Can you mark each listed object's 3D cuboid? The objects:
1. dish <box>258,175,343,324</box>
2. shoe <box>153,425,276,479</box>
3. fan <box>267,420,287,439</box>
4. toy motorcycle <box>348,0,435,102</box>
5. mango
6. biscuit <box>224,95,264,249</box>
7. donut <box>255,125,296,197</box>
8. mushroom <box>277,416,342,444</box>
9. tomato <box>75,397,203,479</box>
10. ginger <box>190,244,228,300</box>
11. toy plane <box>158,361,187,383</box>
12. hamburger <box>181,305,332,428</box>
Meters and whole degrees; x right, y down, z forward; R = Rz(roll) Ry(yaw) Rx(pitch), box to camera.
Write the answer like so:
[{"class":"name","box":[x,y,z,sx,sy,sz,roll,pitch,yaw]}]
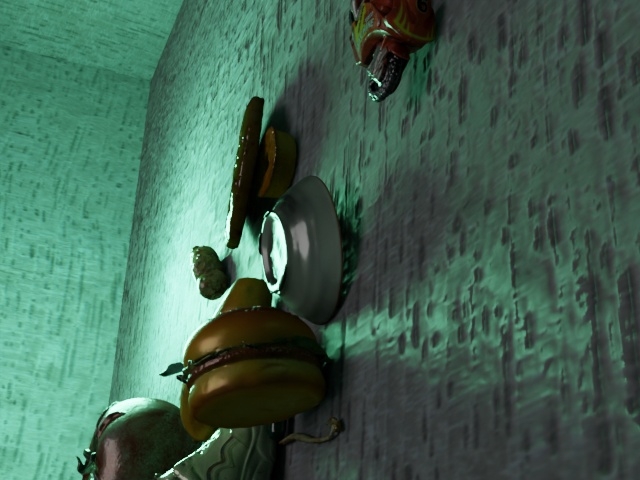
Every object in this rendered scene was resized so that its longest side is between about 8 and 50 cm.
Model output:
[{"class":"dish","box":[-0.048,0.019,1.589,0.260,0.085,0.260,176,90,-69]},{"class":"shoe","box":[-0.187,0.408,1.642,0.132,0.211,0.342,109,162,-44]},{"class":"fan","box":[-0.072,0.281,1.659,0.082,0.039,0.155,133,145,-59]},{"class":"toy motorcycle","box":[0.106,-0.342,1.445,0.298,0.089,0.171,-99,29,-47]},{"class":"mango","box":[-0.187,0.241,1.855,0.187,0.144,0.359,-109,39,-73]},{"class":"biscuit","box":[-0.176,-0.152,2.109,0.359,0.046,0.358,-172,90,-84]},{"class":"donut","box":[-0.094,-0.162,1.955,0.152,0.058,0.151,-169,90,-71]},{"class":"mushroom","box":[-0.023,0.326,1.534,0.286,0.026,0.028,-43,24,62]},{"class":"tomato","box":[-0.416,0.520,2.133,0.317,0.283,0.316,-165,90,-70]},{"class":"ginger","box":[-0.277,0.081,2.307,0.204,0.080,0.104,-125,17,-66]},{"class":"toy plane","box":[-0.185,0.263,1.712,0.235,0.096,0.060,16,126,30]},{"class":"hamburger","box":[-0.108,0.198,1.511,0.246,0.246,0.169,129,134,-54]}]
